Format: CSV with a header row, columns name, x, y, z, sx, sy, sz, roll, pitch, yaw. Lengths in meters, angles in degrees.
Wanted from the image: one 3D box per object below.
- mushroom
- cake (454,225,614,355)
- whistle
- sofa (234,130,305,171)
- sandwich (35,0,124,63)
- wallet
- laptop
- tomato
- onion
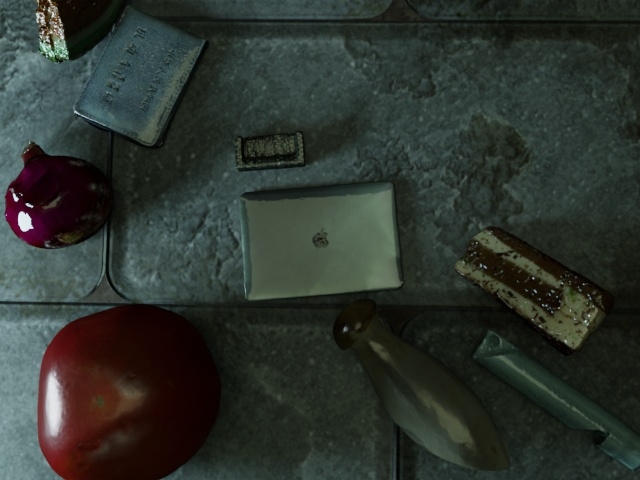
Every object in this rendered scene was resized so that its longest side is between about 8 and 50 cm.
name,x,y,z,sx,sy,sz,roll,pitch,yaw
mushroom,0.157,0.238,1.215,0.128,0.128,0.350,-43,83,-2
cake,0.344,0.073,1.218,0.246,0.135,0.112,38,88,5
whistle,0.387,0.257,1.237,0.312,0.062,0.062,36,87,5
sofa,-0.085,-0.152,1.300,0.118,0.039,0.060,-4,84,1
sandwich,-0.390,-0.417,1.280,0.079,0.159,0.235,29,69,17
wallet,-0.310,-0.280,1.320,0.167,0.036,0.222,25,86,4
laptop,0.000,0.000,1.295,0.269,0.015,0.187,-5,85,1
tomato,-0.306,0.240,1.180,0.299,0.226,0.298,0,86,5
onion,-0.450,-0.086,1.259,0.173,0.135,0.198,-36,83,-4
